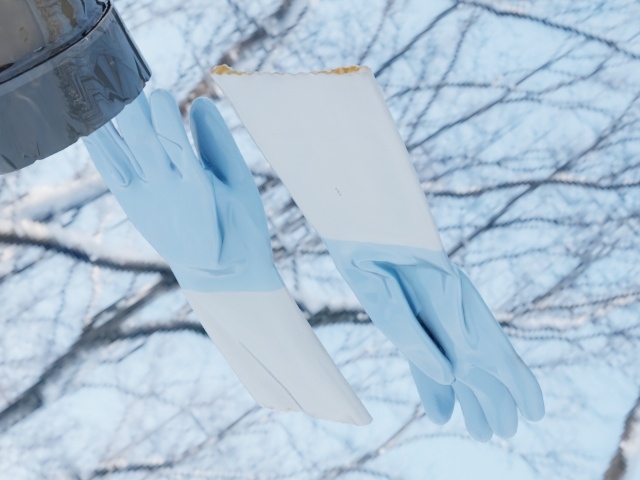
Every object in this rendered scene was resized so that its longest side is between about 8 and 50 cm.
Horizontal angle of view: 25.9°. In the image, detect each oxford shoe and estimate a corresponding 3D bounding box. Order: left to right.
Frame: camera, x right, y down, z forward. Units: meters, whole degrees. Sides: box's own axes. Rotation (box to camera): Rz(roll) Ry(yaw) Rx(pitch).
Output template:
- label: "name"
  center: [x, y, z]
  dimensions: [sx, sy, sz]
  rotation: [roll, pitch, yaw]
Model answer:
- label: "oxford shoe"
  center: [-0.146, -0.076, 0.406]
  dimensions: [0.227, 0.083, 0.096]
  rotation: [1, -53, 41]

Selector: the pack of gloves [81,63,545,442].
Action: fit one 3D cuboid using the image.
- label: "pack of gloves"
  center: [0.000, 0.000, 0.641]
  dimensions: [0.195, 0.046, 0.232]
  rotation: [4, -43, 40]
